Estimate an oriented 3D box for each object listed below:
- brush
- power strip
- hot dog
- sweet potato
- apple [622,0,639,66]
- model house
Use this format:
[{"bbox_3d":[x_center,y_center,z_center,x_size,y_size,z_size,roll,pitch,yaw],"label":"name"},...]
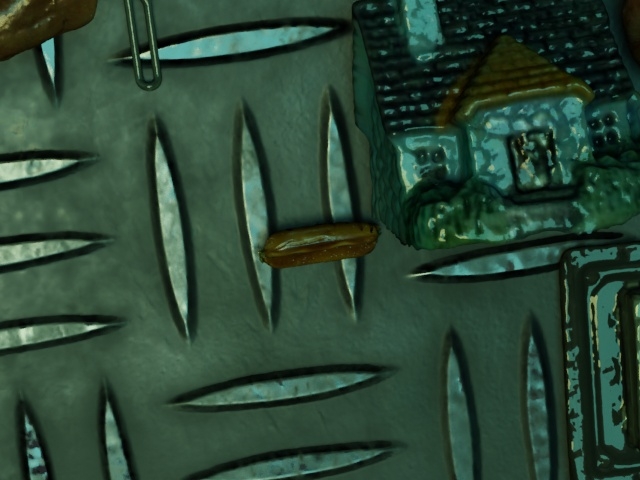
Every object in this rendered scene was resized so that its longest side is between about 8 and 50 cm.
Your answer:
[{"bbox_3d":[-0.176,-0.270,1.398,0.062,0.027,0.266,-8,105,-7],"label":"brush"},{"bbox_3d":[0.372,0.126,1.515,0.257,0.092,0.251,-6,104,-4],"label":"power strip"},{"bbox_3d":[0.000,0.000,1.460,0.122,0.049,0.037,-9,64,-12],"label":"hot dog"},{"bbox_3d":[-0.302,-0.197,1.354,0.251,0.097,0.097,-25,103,0],"label":"sweet potato"},{"bbox_3d":[0.349,-0.205,1.439,0.102,0.126,0.126,-20,102,-17],"label":"apple"},{"bbox_3d":[0.175,-0.135,1.371,0.261,0.226,0.241,-10,100,-9],"label":"model house"}]
